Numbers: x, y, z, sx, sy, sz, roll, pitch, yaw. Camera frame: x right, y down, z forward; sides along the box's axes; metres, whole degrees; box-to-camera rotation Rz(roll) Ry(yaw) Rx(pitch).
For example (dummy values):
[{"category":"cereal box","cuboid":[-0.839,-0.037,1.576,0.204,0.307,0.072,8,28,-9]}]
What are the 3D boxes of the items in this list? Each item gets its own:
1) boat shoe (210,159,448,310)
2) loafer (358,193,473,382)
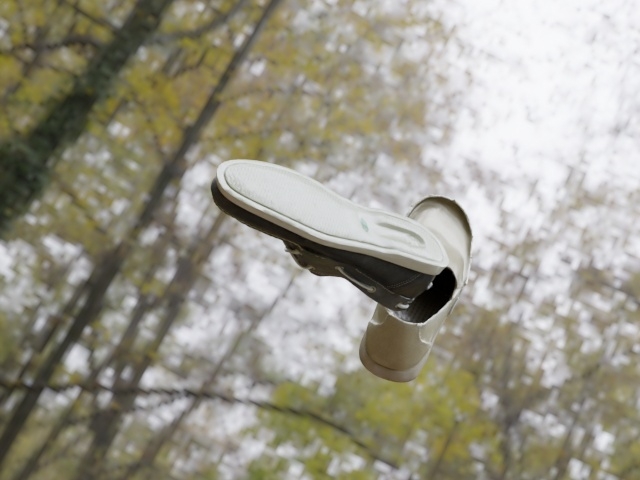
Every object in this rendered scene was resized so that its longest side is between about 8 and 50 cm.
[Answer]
[{"category":"boat shoe","cuboid":[0.000,0.000,1.471,0.233,0.084,0.079,23,-55,-26]},{"category":"loafer","cuboid":[0.121,0.041,1.888,0.102,0.268,0.092,22,-41,-2]}]
